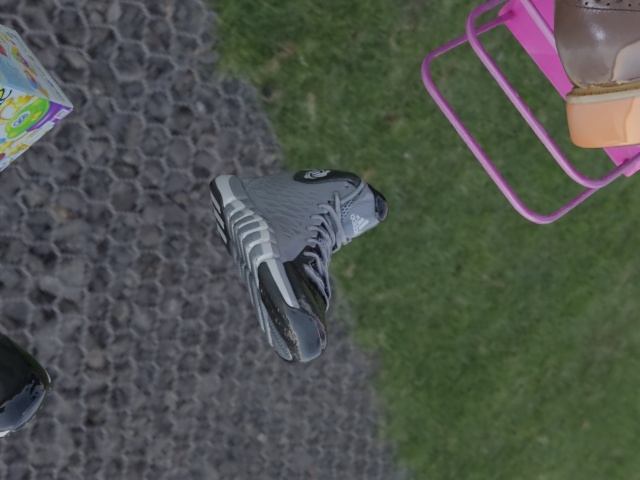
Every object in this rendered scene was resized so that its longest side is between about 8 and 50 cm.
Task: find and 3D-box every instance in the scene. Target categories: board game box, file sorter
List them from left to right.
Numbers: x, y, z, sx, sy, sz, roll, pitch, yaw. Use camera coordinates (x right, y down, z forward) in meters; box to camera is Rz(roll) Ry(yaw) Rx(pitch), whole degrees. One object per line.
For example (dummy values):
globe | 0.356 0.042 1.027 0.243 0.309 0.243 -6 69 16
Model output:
board game box | -0.453 -0.193 1.541 0.142 0.144 0.275 -39 172 7
file sorter | 0.254 -0.172 1.015 0.182 0.202 0.291 -33 174 -40

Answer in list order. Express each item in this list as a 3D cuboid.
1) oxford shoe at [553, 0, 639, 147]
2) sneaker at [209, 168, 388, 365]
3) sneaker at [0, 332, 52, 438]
oxford shoe | 0.311 -0.148 0.684 0.130 0.364 0.132 -48 126 -75
sneaker | 0.000 0.000 0.956 0.132 0.228 0.086 -16 127 -11
sneaker | -0.364 0.075 1.048 0.107 0.283 0.124 -55 155 -28
